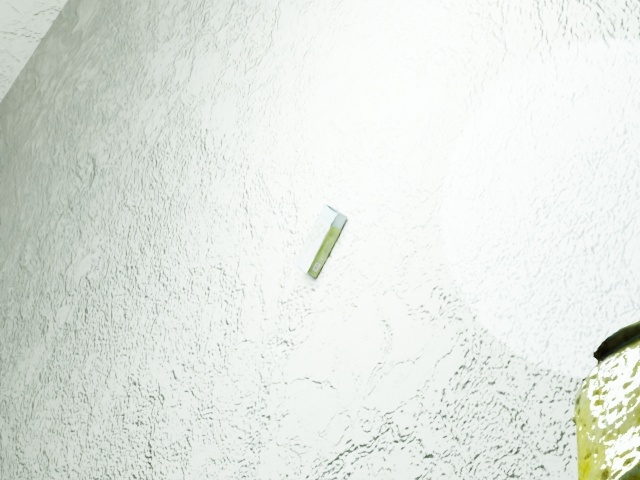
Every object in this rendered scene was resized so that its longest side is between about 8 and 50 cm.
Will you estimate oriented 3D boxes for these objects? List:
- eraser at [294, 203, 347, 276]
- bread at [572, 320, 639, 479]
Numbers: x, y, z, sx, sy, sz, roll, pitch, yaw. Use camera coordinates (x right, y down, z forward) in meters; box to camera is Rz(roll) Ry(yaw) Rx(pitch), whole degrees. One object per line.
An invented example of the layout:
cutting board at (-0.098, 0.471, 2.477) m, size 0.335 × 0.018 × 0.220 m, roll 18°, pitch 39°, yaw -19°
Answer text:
eraser at (0.000, 0.000, 1.636) m, size 0.083 × 0.019 × 0.038 m, roll -61°, pitch 30°, yaw 6°
bread at (0.266, 0.163, 0.975) m, size 0.197 × 0.197 × 0.170 m, roll -43°, pitch 33°, yaw 31°
